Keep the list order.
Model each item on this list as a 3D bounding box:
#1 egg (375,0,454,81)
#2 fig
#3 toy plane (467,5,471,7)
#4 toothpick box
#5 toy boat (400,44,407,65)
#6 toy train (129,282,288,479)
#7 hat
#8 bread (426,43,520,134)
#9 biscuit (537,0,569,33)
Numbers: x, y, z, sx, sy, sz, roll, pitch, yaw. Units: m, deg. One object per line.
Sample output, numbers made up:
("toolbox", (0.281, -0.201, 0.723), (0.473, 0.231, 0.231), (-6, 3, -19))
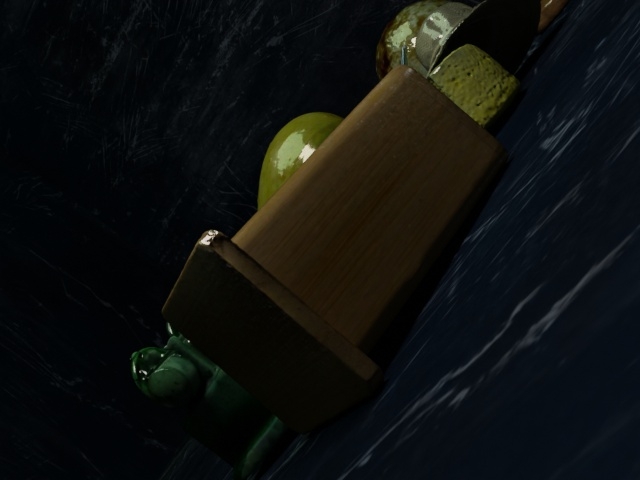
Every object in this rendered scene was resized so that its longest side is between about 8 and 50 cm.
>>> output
("egg", (0.234, -0.376, 1.648), (0.238, 0.238, 0.289), (-54, -6, -13))
("fig", (0.004, -0.060, 1.401), (0.258, 0.258, 0.326), (160, 130, -87))
("toy plane", (0.402, -0.524, 1.862), (0.254, 0.105, 0.271), (-7, 11, 34))
("toothpick box", (0.028, -0.004, 0.750), (0.308, 0.187, 0.190), (-50, -1, -30))
("toy boat", (0.142, -0.178, 1.202), (0.291, 0.067, 0.221), (84, -166, -55))
("toy train", (-0.099, 0.130, 0.928), (0.145, 0.202, 0.266), (-53, 1, 25))
("hat", (0.204, -0.295, 1.172), (0.252, 0.110, 0.252), (-33, -28, -20))
("bread", (0.197, -0.193, 1.028), (0.111, 0.114, 0.129), (-47, 3, -15))
("biscuit", (0.402, -0.426, 1.390), (0.183, 0.047, 0.320), (-56, 1, 30))
